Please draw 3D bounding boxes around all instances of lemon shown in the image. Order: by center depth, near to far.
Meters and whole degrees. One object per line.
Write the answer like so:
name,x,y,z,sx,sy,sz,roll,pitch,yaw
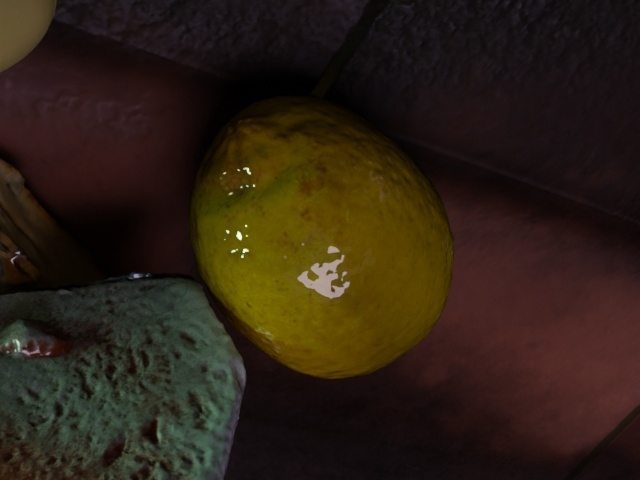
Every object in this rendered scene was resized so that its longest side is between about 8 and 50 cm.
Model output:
lemon,0.000,0.000,0.778,0.170,0.170,0.207,-30,143,10

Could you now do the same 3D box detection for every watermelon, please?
watermelon,-0.134,0.105,0.699,0.320,0.289,0.214,44,78,-30

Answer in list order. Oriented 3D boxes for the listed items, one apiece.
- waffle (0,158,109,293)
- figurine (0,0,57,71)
waffle,-0.232,0.094,0.849,0.213,0.091,0.308,-27,136,6
figurine,-0.246,-0.190,0.493,0.324,0.222,0.124,38,119,-26
